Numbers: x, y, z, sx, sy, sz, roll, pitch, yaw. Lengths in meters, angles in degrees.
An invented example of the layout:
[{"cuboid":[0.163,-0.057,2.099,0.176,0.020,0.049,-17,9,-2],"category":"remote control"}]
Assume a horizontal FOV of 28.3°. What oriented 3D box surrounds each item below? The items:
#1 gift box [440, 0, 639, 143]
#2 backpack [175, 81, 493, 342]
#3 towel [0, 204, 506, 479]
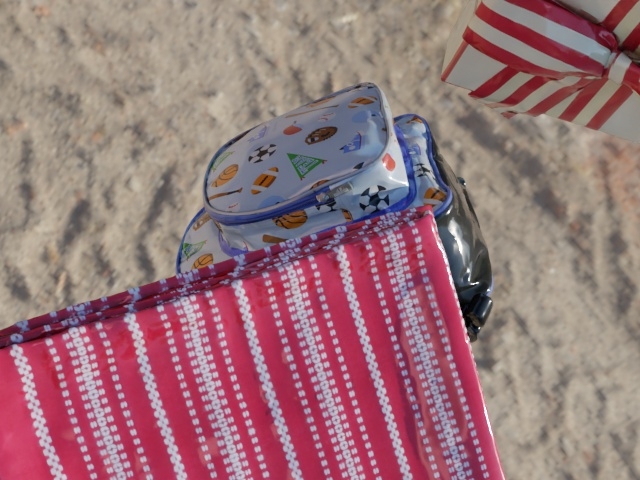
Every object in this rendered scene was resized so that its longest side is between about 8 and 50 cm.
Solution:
[{"cuboid":[0.247,-0.205,0.963,0.255,0.276,0.258,15,65,-1],"category":"gift box"},{"cuboid":[0.000,0.000,1.141,0.213,0.263,0.276,57,12,-19],"category":"backpack"},{"cuboid":[-0.036,0.109,0.676,0.275,0.031,0.198,-17,97,-17],"category":"towel"}]
